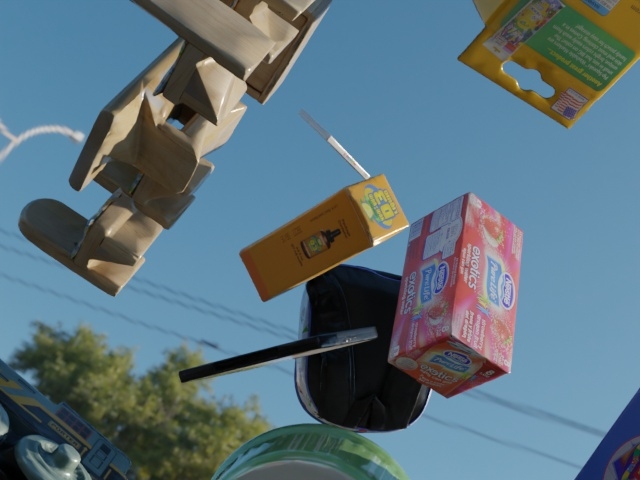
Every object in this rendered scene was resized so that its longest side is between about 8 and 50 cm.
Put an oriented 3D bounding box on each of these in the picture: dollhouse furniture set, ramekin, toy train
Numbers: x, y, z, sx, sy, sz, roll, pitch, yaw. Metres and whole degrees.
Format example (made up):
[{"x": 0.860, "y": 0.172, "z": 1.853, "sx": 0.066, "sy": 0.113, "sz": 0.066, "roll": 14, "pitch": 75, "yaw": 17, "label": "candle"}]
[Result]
[{"x": -0.186, "y": -0.217, "z": 1.162, "sx": 0.256, "sy": 0.394, "sz": 0.362, "roll": 35, "pitch": -48, "yaw": -3, "label": "dollhouse furniture set"}, {"x": -0.020, "y": 0.381, "z": 1.250, "sx": 0.303, "sy": 0.303, "sz": 0.148, "roll": 22, "pitch": 0, "yaw": 8, "label": "ramekin"}, {"x": -0.311, "y": 0.162, "z": 0.891, "sx": 0.334, "sy": 0.142, "sz": 0.190, "roll": 40, "pitch": 5, "yaw": -2, "label": "toy train"}]

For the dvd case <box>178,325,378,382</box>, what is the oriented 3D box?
[{"x": -0.063, "y": 0.171, "z": 1.558, "sx": 0.253, "sy": 0.022, "sz": 0.180, "roll": -17, "pitch": -8, "yaw": 29, "label": "dvd case"}]

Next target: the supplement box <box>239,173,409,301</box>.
[{"x": 0.000, "y": 0.000, "z": 1.282, "sx": 0.233, "sy": 0.080, "sz": 0.078, "roll": -29, "pitch": -94, "yaw": 49, "label": "supplement box"}]

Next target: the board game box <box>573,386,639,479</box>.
[{"x": 0.400, "y": 0.359, "z": 1.224, "sx": 0.233, "sy": 0.078, "sz": 0.347, "roll": 46, "pitch": -53, "yaw": 31, "label": "board game box"}]

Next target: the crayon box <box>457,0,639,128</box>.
[{"x": 0.333, "y": -0.312, "z": 1.255, "sx": 0.203, "sy": 0.083, "sz": 0.323, "roll": 26, "pitch": -58, "yaw": -27, "label": "crayon box"}]

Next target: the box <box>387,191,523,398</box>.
[{"x": 0.197, "y": 0.077, "z": 1.481, "sx": 0.123, "sy": 0.256, "sz": 0.128, "roll": 33, "pitch": -42, "yaw": -24, "label": "box"}]

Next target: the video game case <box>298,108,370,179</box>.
[{"x": 0.021, "y": -0.145, "z": 1.571, "sx": 0.122, "sy": 0.011, "sz": 0.087, "roll": 41, "pitch": 5, "yaw": -48, "label": "video game case"}]

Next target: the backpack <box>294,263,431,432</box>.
[{"x": 0.070, "y": 0.189, "z": 1.723, "sx": 0.277, "sy": 0.263, "sz": 0.213, "roll": 11, "pitch": -19, "yaw": -4, "label": "backpack"}]
